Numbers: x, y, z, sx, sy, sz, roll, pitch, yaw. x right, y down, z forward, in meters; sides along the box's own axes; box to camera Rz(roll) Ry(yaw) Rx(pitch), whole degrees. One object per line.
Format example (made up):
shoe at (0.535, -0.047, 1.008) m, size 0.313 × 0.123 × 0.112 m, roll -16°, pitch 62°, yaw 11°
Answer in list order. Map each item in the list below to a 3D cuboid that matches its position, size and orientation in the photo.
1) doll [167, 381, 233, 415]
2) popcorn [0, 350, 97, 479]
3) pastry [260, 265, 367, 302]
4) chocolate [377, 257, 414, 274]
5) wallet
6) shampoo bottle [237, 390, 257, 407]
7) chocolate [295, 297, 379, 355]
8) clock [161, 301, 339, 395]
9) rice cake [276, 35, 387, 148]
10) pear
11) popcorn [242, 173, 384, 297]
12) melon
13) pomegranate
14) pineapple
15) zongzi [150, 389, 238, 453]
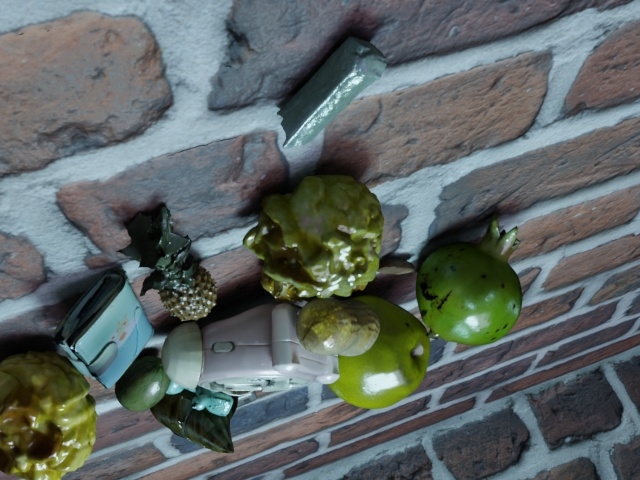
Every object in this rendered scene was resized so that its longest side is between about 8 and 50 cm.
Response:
doll at (-0.304, 0.361, 1.894) m, size 0.158 × 0.159 × 0.059 m, roll 14°, pitch 111°, yaw -36°
popcorn at (-0.564, 0.358, 1.582) m, size 0.225 × 0.265 × 0.332 m, roll -24°, pitch 172°, yaw -9°
pastry at (-0.010, 0.070, 1.643) m, size 0.250 × 0.102 × 0.154 m, roll 2°, pitch 155°, yaw -45°
chocolate at (0.177, 0.061, 1.858) m, size 0.100 × 0.031 × 0.064 m, roll 8°, pitch 158°, yaw -40°
wallet at (-0.410, 0.177, 1.498) m, size 0.176 × 0.075 × 0.250 m, roll -53°, pitch 163°, yaw -24°
shampoo bottle at (-0.268, 0.473, 2.254) m, size 0.165 × 0.040 × 0.080 m, roll -20°, pitch 154°, yaw -5°
chocolate at (0.041, 0.185, 1.676) m, size 0.134 × 0.134 × 0.309 m, roll -32°, pitch 160°, yaw 18°
clock at (-0.157, 0.257, 1.753) m, size 0.325 × 0.184 × 0.342 m, roll -15°, pitch 155°, yaw 20°
rice cake at (0.014, -0.223, 1.171) m, size 0.069 × 0.063 × 0.206 m, roll -1°, pitch 148°, yaw -47°
pear at (0.122, 0.279, 1.953) m, size 0.294 × 0.294 × 0.294 m, roll -18°, pitch 153°, yaw -10°
popcorn at (0.000, 0.000, 1.423) m, size 0.259 × 0.212 × 0.259 m, roll -25°, pitch 153°, yaw -14°
melon at (-0.416, 0.335, 1.804) m, size 0.114 × 0.114 × 0.167 m, roll 8°, pitch 139°, yaw -46°
pomegranate at (0.366, 0.098, 1.855) m, size 0.260 × 0.260 × 0.341 m, roll 7°, pitch 111°, yaw -46°
pineapple at (-0.263, 0.051, 1.406) m, size 0.130 × 0.119 × 0.277 m, roll -6°, pitch 153°, yaw 8°
zongzi at (-0.258, 0.470, 1.996) m, size 0.286 × 0.300 × 0.138 m, roll 23°, pitch 92°, yaw -56°
